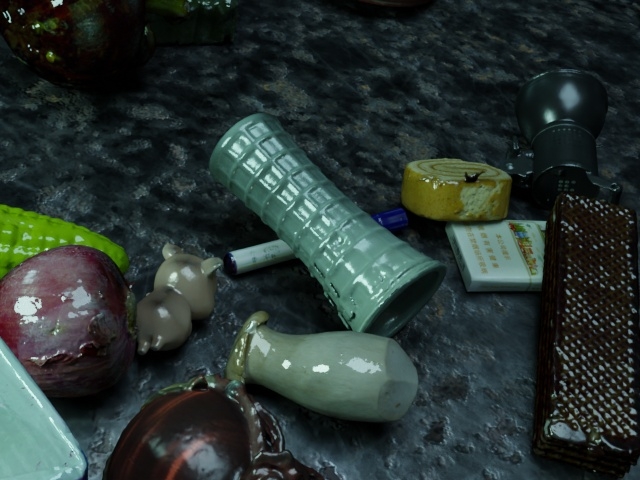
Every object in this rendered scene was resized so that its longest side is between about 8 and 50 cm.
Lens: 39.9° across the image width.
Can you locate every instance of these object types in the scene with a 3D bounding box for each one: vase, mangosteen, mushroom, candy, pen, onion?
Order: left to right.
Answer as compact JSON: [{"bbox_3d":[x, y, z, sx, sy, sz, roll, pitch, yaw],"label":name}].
[{"bbox_3d":[-0.323,0.013,1.003,0.209,0.097,0.097,9,42,-13],"label":"candy"},{"bbox_3d":[-0.284,0.084,0.899,0.195,0.159,0.159,-5,43,2],"label":"onion"},{"bbox_3d":[-0.329,-0.343,1.291,0.231,0.231,0.289,39,41,25],"label":"mangosteen"},{"bbox_3d":[-0.004,-0.020,1.058,0.143,0.143,0.299,-29,64,-37],"label":"vase"},{"bbox_3d":[-0.001,0.138,0.948,0.212,0.097,0.088,14,15,14],"label":"mushroom"},{"bbox_3d":[0.000,0.000,1.148,0.269,0.033,0.033,-15,50,-29],"label":"pen"}]

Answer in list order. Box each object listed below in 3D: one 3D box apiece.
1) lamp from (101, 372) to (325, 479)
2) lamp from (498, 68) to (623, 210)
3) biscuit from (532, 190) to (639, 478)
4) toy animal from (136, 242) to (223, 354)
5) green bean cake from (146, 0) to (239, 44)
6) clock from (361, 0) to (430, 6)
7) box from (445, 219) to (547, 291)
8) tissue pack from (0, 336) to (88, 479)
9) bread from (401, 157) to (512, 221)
[{"bbox_3d":[-0.112,0.229,0.776,0.151,0.215,0.223,28,-3,-32],"label":"lamp"},{"bbox_3d":[0.357,-0.133,1.330,0.172,0.147,0.227,5,49,9],"label":"lamp"},{"bbox_3d":[0.324,0.101,1.070,0.107,0.073,0.388,15,48,1],"label":"biscuit"},{"bbox_3d":[-0.163,0.069,0.991,0.083,0.089,0.150,20,51,1],"label":"toy animal"},{"bbox_3d":[-0.239,-0.410,1.480,0.181,0.094,0.173,-3,44,-20],"label":"green bean cake"},{"bbox_3d":[0.089,-0.550,1.736,0.318,0.080,0.318,12,41,-10],"label":"clock"},{"bbox_3d":[0.291,0.020,1.206,0.220,0.032,0.122,1,43,-14],"label":"box"},{"bbox_3d":[-0.282,0.206,0.672,0.146,0.263,0.198,-26,56,-35],"label":"tissue pack"},{"bbox_3d":[0.187,-0.076,1.230,0.149,0.073,0.122,-2,20,-20],"label":"bread"}]
